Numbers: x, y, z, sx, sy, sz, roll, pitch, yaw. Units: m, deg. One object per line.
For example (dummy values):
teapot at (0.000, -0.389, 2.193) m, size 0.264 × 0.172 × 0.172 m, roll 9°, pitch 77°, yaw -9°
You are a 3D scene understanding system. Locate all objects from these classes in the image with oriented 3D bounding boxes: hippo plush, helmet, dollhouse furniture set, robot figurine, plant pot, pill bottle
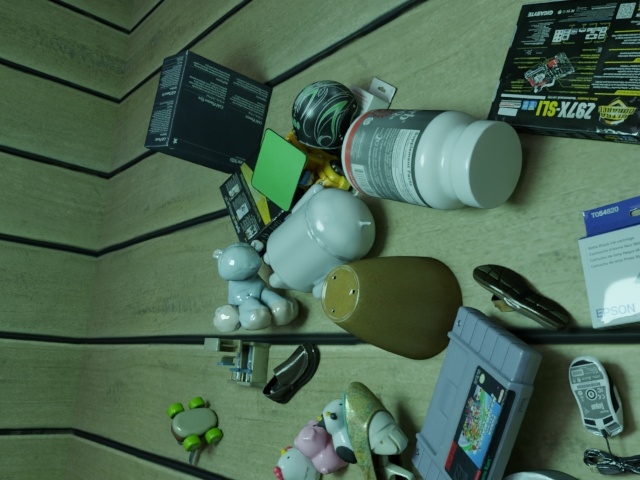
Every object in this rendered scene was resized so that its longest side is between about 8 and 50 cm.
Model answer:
hippo plush at (-0.185, 0.118, 1.639) m, size 0.294 × 0.234 × 0.237 m, roll -132°, pitch 37°, yaw -88°
helmet at (0.009, -0.338, 1.520) m, size 0.169 × 0.169 × 0.162 m, roll 49°, pitch 135°, yaw 46°
dollhouse furniture set at (-0.263, 0.360, 1.712) m, size 0.129 × 0.183 × 0.129 m, roll -10°, pitch 71°, yaw 49°
robot figurine at (0.000, 0.000, 1.489) m, size 0.353 × 0.199 × 0.300 m, roll -39°, pitch 58°, yaw 36°
plant pot at (0.132, 0.131, 1.252) m, size 0.237 × 0.254 × 0.237 m, roll -19°, pitch 65°, yaw 47°
pill bottle at (0.232, -0.178, 1.258) m, size 0.363 × 0.210 × 0.210 m, roll 17°, pitch 93°, yaw 50°

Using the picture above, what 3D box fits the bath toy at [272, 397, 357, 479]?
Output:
bath toy at (0.005, 0.492, 1.396) m, size 0.348 × 0.129 × 0.151 m, roll -46°, pitch 48°, yaw 33°

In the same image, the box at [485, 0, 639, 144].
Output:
box at (0.495, -0.323, 1.092) m, size 0.322 × 0.079 × 0.257 m, roll 20°, pitch 96°, yaw 51°

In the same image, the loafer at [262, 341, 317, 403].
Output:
loafer at (-0.086, 0.367, 1.580) m, size 0.220 × 0.078 × 0.080 m, roll -58°, pitch 42°, yaw 22°

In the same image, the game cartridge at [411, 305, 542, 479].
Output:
game cartridge at (0.279, 0.327, 1.088) m, size 0.230 × 0.068 × 0.355 m, roll -130°, pitch 54°, yaw -73°

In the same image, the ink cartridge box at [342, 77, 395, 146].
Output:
ink cartridge box at (0.109, -0.346, 1.568) m, size 0.115 × 0.067 × 0.198 m, roll 45°, pitch 114°, yaw 47°

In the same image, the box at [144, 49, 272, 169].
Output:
box at (-0.374, -0.416, 1.952) m, size 0.179 × 0.343 × 0.313 m, roll 6°, pitch 83°, yaw 49°

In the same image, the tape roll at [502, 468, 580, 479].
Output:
tape roll at (0.384, 0.506, 0.979) m, size 0.219 × 0.072 × 0.219 m, roll -20°, pitch 64°, yaw 46°

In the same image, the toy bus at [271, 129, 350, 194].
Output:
toy bus at (-0.047, -0.203, 1.602) m, size 0.149 × 0.211 × 0.220 m, roll -50°, pitch 47°, yaw 26°

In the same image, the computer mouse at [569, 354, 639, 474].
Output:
computer mouse at (0.473, 0.287, 0.964) m, size 0.106 × 0.042 × 0.193 m, roll -28°, pitch 64°, yaw 48°

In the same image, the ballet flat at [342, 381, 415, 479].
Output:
ballet flat at (0.140, 0.466, 1.213) m, size 0.123 × 0.123 × 0.349 m, roll -17°, pitch 84°, yaw 47°

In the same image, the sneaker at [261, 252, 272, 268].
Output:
sneaker at (-0.152, 0.052, 1.788) m, size 0.158 × 0.061 × 0.065 m, roll -122°, pitch 30°, yaw -43°

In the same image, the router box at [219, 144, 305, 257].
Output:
router box at (-0.173, -0.136, 1.790) m, size 0.243 × 0.081 × 0.309 m, roll -41°, pitch 47°, yaw 17°

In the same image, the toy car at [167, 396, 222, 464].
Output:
toy car at (-0.425, 0.633, 1.873) m, size 0.155 × 0.149 × 0.188 m, roll 50°, pitch 129°, yaw 34°

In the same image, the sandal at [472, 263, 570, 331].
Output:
sandal at (0.376, 0.116, 1.115) m, size 0.219 × 0.090 × 0.060 m, roll 39°, pitch 131°, yaw 41°

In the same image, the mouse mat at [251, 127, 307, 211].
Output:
mouse mat at (-0.114, -0.186, 1.545) m, size 0.152 × 0.007 × 0.190 m, roll 38°, pitch 127°, yaw 22°

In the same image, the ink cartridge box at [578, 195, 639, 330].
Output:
ink cartridge box at (0.545, 0.022, 0.951) m, size 0.223 × 0.045 × 0.224 m, roll -22°, pitch 63°, yaw 45°
